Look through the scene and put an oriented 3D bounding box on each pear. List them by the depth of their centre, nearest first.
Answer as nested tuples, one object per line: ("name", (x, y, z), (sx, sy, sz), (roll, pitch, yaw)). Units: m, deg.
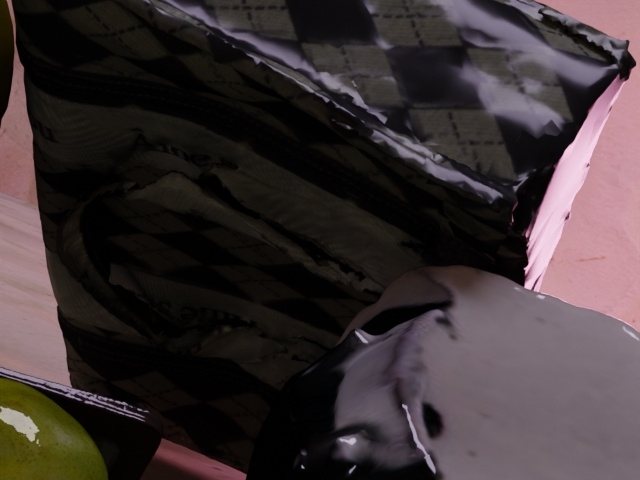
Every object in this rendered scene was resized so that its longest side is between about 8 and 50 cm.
("pear", (-0.126, 0.097, 0.664), (0.097, 0.092, 0.092), (16, 4, -45))

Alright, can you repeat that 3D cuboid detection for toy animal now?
("toy animal", (0.069, 0.125, 0.678), (0.204, 0.156, 0.208), (20, 31, -7))

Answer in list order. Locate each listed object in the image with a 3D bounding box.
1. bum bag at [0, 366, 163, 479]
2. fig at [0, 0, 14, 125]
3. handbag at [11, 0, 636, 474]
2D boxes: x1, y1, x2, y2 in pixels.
("bum bag", (-0.154, 0.080, 0.727), (0.159, 0.109, 0.026), (20, 43, -13))
("fig", (-0.326, -0.094, 0.813), (0.343, 0.343, 0.343), (19, 2, -1))
("handbag", (0.000, 0.000, 0.923), (0.317, 0.180, 0.416), (30, -33, 17))
